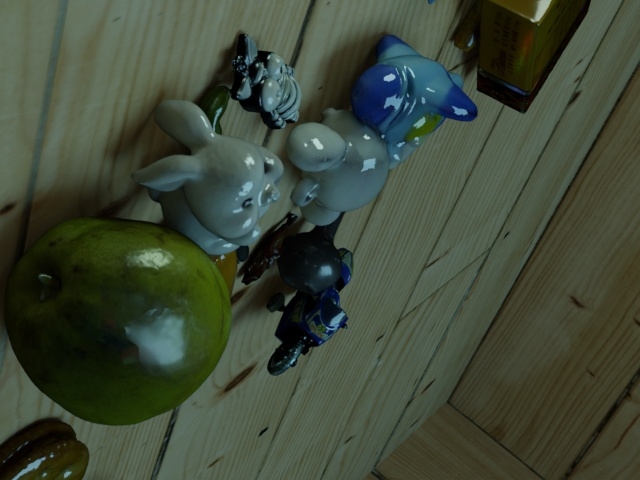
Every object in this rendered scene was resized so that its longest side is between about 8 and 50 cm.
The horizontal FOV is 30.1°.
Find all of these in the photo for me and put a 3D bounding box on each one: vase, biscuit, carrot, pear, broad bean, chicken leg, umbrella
[{"bbox_3d":[0.000,0.000,2.083,0.183,0.120,0.120,-62,165,-17],"label":"vase"},{"bbox_3d":[-0.440,0.365,1.765,0.220,0.066,0.220,-41,158,-21],"label":"biscuit"},{"bbox_3d":[0.289,-0.414,2.101,0.042,0.042,0.171,-15,137,-62],"label":"carrot"},{"bbox_3d":[-0.239,0.093,1.443,0.269,0.269,0.321,-52,150,-2],"label":"pear"},{"bbox_3d":[-0.146,-0.118,1.594,0.070,0.048,0.214,-38,154,-34],"label":"broad bean"},{"bbox_3d":[-0.085,0.016,2.011,0.145,0.037,0.062,-54,-176,7],"label":"chicken leg"},{"bbox_3d":[-0.131,-0.001,1.874,0.036,0.031,0.133,-45,161,-16],"label":"umbrella"}]

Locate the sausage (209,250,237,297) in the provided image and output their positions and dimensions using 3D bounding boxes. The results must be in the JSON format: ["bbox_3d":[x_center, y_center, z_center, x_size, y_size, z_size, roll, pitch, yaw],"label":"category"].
[{"bbox_3d":[-0.196,0.100,1.780,0.134,0.116,0.354,-58,170,-33],"label":"sausage"}]

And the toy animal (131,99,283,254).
[{"bbox_3d":[-0.141,-0.069,1.487,0.193,0.178,0.127,101,13,-70],"label":"toy animal"}]

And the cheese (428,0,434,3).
[{"bbox_3d":[0.215,-0.469,1.795,0.135,0.052,0.245,-43,159,-26],"label":"cheese"}]

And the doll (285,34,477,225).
[{"bbox_3d":[0.086,-0.185,1.861,0.365,0.187,0.376,-41,-173,-8],"label":"doll"}]

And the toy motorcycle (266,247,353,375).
[{"bbox_3d":[-0.008,0.123,2.171,0.169,0.113,0.315,-36,-163,30],"label":"toy motorcycle"}]

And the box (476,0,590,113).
[{"bbox_3d":[0.393,-0.420,2.134,0.264,0.115,0.415,-59,167,-8],"label":"box"}]

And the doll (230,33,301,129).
[{"bbox_3d":[-0.068,-0.203,1.588,0.219,0.067,0.091,23,76,-70],"label":"doll"}]
